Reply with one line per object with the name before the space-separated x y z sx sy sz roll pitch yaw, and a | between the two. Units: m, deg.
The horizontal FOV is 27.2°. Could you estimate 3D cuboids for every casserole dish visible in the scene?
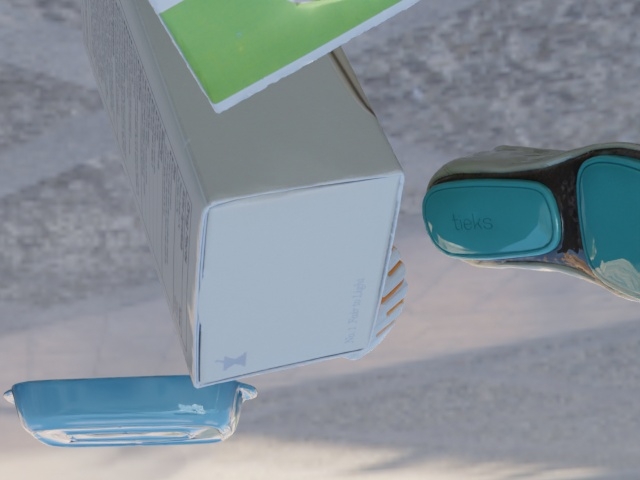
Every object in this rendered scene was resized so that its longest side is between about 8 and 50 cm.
casserole dish | -0.141 0.129 0.980 0.188 0.037 0.114 -2 162 1

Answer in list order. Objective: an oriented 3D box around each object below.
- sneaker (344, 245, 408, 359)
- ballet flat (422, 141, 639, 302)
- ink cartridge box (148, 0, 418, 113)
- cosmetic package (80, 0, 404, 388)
sneaker | 0.000 0.000 1.014 0.084 0.215 0.083 -35 -146 -21
ballet flat | 0.155 -0.017 0.711 0.086 0.086 0.248 6 -176 -35
ink cartridge box | -0.033 -0.209 0.527 0.188 0.097 0.255 -30 121 0
cosmetic package | -0.062 -0.087 0.800 0.113 0.309 0.160 -11 142 -17
